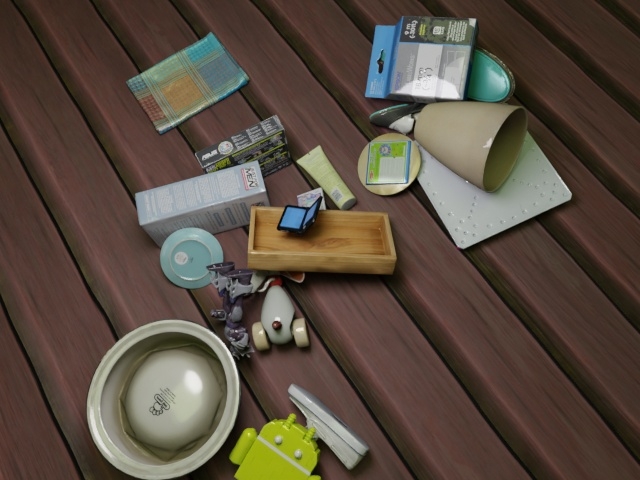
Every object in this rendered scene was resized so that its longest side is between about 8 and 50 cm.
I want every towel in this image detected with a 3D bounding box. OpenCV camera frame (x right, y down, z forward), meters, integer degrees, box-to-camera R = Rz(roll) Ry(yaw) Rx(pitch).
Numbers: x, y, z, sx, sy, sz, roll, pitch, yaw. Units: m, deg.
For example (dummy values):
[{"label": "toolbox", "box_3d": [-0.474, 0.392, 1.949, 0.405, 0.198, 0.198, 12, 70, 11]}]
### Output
[{"label": "towel", "box_3d": [-0.466, -0.559, 1.979, 0.370, 0.040, 0.271, -33, 69, -9]}]

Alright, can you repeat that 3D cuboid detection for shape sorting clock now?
[{"label": "shape sorting clock", "box_3d": [0.216, -0.241, 1.782, 0.206, 0.040, 0.206, -5, 75, 19]}]

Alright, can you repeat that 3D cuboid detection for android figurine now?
[{"label": "android figurine", "box_3d": [-0.109, 0.581, 1.450, 0.248, 0.056, 0.273, 33, 92, 15]}]

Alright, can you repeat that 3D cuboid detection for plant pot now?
[{"label": "plant pot", "box_3d": [0.427, -0.311, 1.674, 0.274, 0.256, 0.256, 29, 72, 31]}]

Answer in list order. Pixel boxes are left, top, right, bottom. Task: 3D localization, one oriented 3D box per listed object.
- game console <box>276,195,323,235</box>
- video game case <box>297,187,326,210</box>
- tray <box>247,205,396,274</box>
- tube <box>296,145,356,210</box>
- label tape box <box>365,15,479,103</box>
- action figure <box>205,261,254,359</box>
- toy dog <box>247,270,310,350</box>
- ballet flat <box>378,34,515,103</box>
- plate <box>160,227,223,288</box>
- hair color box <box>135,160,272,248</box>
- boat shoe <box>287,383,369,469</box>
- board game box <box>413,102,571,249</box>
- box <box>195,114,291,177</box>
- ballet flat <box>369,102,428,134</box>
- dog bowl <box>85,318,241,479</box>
[{"label": "game console", "box_3d": [-0.058, -0.079, 1.606, 0.071, 0.107, 0.122, 33, 40, -14]}, {"label": "video game case", "box_3d": [-0.026, -0.097, 1.762, 0.087, 0.011, 0.122, -18, 66, 20]}, {"label": "tray", "box_3d": [0.000, 0.000, 1.631, 0.410, 0.076, 0.203, 3, 42, -6]}, {"label": "tube", "box_3d": [0.025, -0.199, 1.795, 0.070, 0.062, 0.240, -16, 59, -40]}, {"label": "label tape box", "box_3d": [0.301, -0.558, 1.749, 0.333, 0.106, 0.241, 10, 95, 20]}, {"label": "action figure", "box_3d": [-0.243, 0.203, 1.546, 0.099, 0.285, 0.185, -15, 26, -35]}, {"label": "toy dog", "box_3d": [-0.135, 0.158, 1.602, 0.220, 0.161, 0.334, -28, 69, -8]}, {"label": "ballet flat", "box_3d": [0.419, -0.582, 1.859, 0.482, 0.182, 0.164, 25, 115, 18]}, {"label": "plate", "box_3d": [-0.385, 0.056, 1.681, 0.188, 0.024, 0.188, -1, 101, -6]}, {"label": "hair color box", "box_3d": [-0.343, -0.104, 1.708, 0.374, 0.185, 0.114, -15, 67, -3]}, {"label": "boat shoe", "box_3d": [0.004, 0.495, 1.499, 0.267, 0.096, 0.088, 38, 87, 12]}, {"label": "board game box", "box_3d": [0.509, -0.205, 1.766, 0.389, 0.050, 0.390, -24, 69, -6]}, {"label": "box", "box_3d": [-0.230, -0.252, 1.744, 0.270, 0.216, 0.060, -28, 68, -7]}, {"label": "ballet flat", "box_3d": [0.303, -0.409, 1.842, 0.280, 0.095, 0.096, -20, 80, -4]}, {"label": "dog bowl", "box_3d": [-0.401, 0.426, 1.519, 0.407, 0.150, 0.408, -1, 69, 3]}]
